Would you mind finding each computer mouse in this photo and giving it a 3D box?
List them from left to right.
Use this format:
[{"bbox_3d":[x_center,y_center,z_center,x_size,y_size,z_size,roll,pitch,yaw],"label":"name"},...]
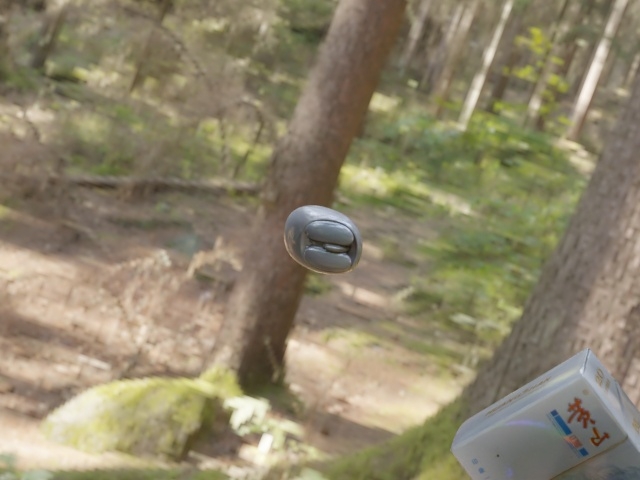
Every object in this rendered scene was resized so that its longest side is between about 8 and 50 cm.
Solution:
[{"bbox_3d":[-0.002,0.000,1.304,0.039,0.066,0.096,-8,21,-40],"label":"computer mouse"}]

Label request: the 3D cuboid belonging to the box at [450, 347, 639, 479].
[{"bbox_3d":[0.248,0.230,1.178,0.233,0.149,0.067,52,24,-5],"label":"box"}]
